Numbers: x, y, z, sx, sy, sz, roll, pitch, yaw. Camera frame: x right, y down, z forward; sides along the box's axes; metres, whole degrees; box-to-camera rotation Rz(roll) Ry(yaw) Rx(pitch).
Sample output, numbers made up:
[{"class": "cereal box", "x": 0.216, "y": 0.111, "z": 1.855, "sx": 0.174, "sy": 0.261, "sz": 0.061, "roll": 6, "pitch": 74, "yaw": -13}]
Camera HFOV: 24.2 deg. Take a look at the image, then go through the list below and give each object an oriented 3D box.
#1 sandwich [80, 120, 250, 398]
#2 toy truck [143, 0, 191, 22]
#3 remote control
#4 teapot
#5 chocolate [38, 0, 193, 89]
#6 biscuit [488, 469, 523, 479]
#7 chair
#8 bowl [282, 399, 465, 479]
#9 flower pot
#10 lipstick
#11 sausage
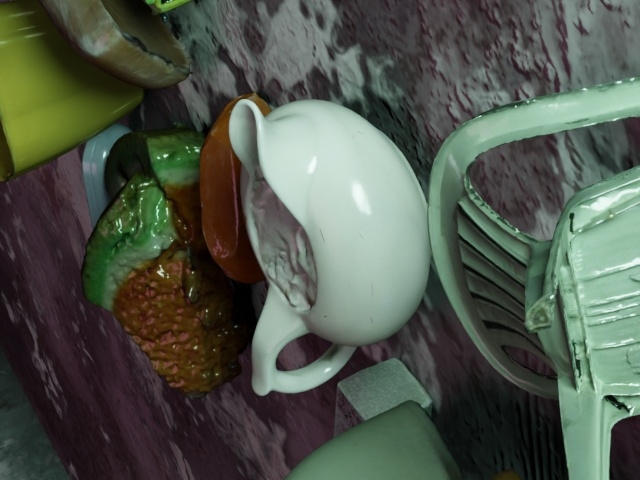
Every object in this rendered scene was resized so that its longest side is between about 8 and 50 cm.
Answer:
[{"class": "sandwich", "x": -0.176, "y": 0.032, "z": 1.598, "sx": 0.250, "sy": 0.162, "sz": 0.301, "roll": 7, "pitch": 114, "yaw": 69}, {"class": "toy truck", "x": -0.163, "y": -0.269, "z": 1.394, "sx": 0.169, "sy": 0.077, "sz": 0.100, "roll": 42, "pitch": 153, "yaw": 44}, {"class": "remote control", "x": -0.237, "y": -0.032, "z": 1.782, "sx": 0.047, "sy": 0.087, "sz": 0.244, "roll": 11, "pitch": 131, "yaw": 17}, {"class": "teapot", "x": 0.000, "y": 0.000, "z": 1.203, "sx": 0.204, "sy": 0.139, "sz": 0.298, "roll": 37, "pitch": 143, "yaw": 46}, {"class": "chocolate", "x": -0.233, "y": -0.240, "z": 1.466, "sx": 0.261, "sy": 0.083, "sz": 0.161, "roll": 56, "pitch": -165, "yaw": 26}, {"class": "biscuit", "x": 0.174, "y": 0.307, "z": 1.070, "sx": 0.283, "sy": 0.064, "sz": 0.432, "roll": 62, "pitch": 172, "yaw": 15}, {"class": "chair", "x": 0.163, "y": 0.032, "z": 0.817, "sx": 0.275, "sy": 0.190, "sz": 0.203, "roll": -89, "pitch": -15, "yaw": -72}, {"class": "bowl", "x": 0.036, "y": 0.317, "z": 1.162, "sx": 0.354, "sy": 0.185, "sz": 0.354, "roll": 165, "pitch": 90, "yaw": -83}, {"class": "flower pot", "x": -0.299, "y": -0.180, "z": 1.647, "sx": 0.195, "sy": 0.179, "sz": 0.195, "roll": 49, "pitch": 150, "yaw": 40}, {"class": "lipstick", "x": 0.052, "y": 0.242, "z": 1.405, "sx": 0.066, "sy": 0.068, "sz": 0.317, "roll": 51, "pitch": 152, "yaw": 37}, {"class": "sausage", "x": -0.068, "y": -0.045, "z": 1.384, "sx": 0.089, "sy": 0.089, "sz": 0.179, "roll": 22, "pitch": 121, "yaw": 60}]
